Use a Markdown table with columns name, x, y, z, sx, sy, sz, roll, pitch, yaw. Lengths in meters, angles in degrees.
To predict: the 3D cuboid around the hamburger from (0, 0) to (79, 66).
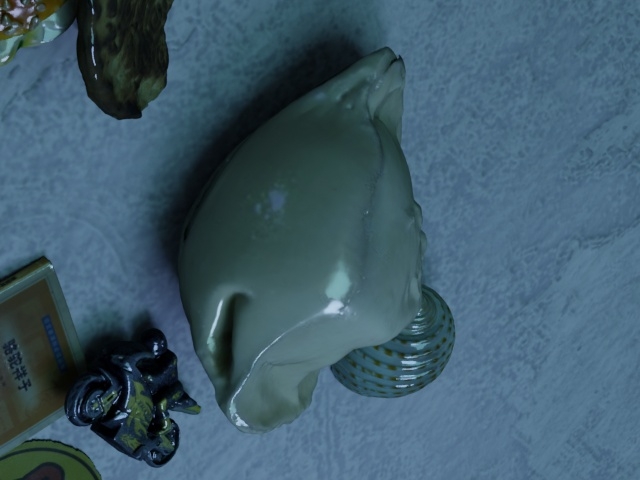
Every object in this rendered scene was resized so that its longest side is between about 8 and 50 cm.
| name | x | y | z | sx | sy | sz | roll | pitch | yaw |
| --- | --- | --- | --- | --- | --- | --- | --- | --- | --- |
| hamburger | -0.273 | -0.251 | 1.245 | 0.237 | 0.147 | 0.237 | -18 | 121 | -33 |

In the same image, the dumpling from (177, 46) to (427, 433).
| name | x | y | z | sx | sy | sz | roll | pitch | yaw |
| --- | --- | --- | --- | --- | --- | --- | --- | --- | --- |
| dumpling | 0.000 | 0.000 | 1.616 | 0.315 | 0.233 | 0.395 | 21 | 86 | -76 |

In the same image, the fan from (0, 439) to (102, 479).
| name | x | y | z | sx | sy | sz | roll | pitch | yaw |
| --- | --- | --- | --- | --- | --- | --- | --- | --- | --- |
| fan | -0.326 | 0.270 | 1.594 | 0.229 | 0.011 | 0.335 | -37 | 132 | -20 |

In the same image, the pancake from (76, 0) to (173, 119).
| name | x | y | z | sx | sy | sz | roll | pitch | yaw |
| --- | --- | --- | --- | --- | --- | --- | --- | --- | --- |
| pancake | -0.132 | -0.242 | 1.350 | 0.286 | 0.033 | 0.288 | -20 | 123 | -75 |

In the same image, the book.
| name | x | y | z | sx | sy | sz | roll | pitch | yaw |
| --- | --- | --- | --- | --- | --- | --- | --- | --- | --- |
| book | -0.330 | 0.141 | 1.501 | 0.241 | 0.018 | 0.170 | -32 | 130 | -26 |

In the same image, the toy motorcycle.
| name | x | y | z | sx | sy | sz | roll | pitch | yaw |
| --- | --- | --- | --- | --- | --- | --- | --- | --- | --- |
| toy motorcycle | -0.179 | 0.151 | 1.610 | 0.193 | 0.061 | 0.124 | 43 | 70 | -54 |

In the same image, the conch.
| name | x | y | z | sx | sy | sz | roll | pitch | yaw |
| --- | --- | --- | --- | --- | --- | --- | --- | --- | --- |
| conch | 0.083 | 0.120 | 1.788 | 0.135 | 0.102 | 0.153 | -3 | 117 | -22 |
